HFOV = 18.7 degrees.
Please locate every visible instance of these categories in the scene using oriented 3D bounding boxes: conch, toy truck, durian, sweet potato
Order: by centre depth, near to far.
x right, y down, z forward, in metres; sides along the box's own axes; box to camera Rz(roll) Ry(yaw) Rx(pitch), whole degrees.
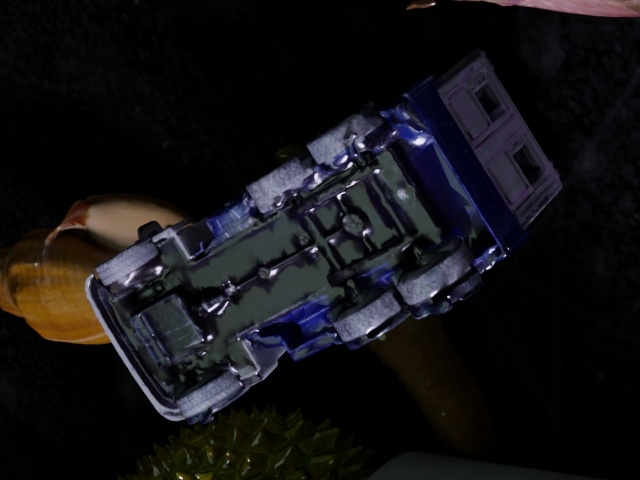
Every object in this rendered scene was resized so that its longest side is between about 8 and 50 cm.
[{"bbox_3d":[0.000,0.000,1.189,0.268,0.155,0.124,-28,96,31],"label":"toy truck"},{"bbox_3d":[0.050,0.048,1.304,0.067,0.067,0.273,-13,113,48],"label":"sweet potato"},{"bbox_3d":[-0.124,0.024,1.440,0.330,0.093,0.109,0,77,21],"label":"conch"},{"bbox_3d":[-0.048,0.265,1.444,0.291,0.225,0.291,-4,82,30],"label":"durian"}]

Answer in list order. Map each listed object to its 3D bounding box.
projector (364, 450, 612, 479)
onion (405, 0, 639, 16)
[{"bbox_3d":[0.127,0.295,1.252,0.249,0.249,0.248,4,118,40],"label":"projector"},{"bbox_3d":[0.099,-0.231,0.843,0.354,0.354,0.353,25,132,30],"label":"onion"}]
